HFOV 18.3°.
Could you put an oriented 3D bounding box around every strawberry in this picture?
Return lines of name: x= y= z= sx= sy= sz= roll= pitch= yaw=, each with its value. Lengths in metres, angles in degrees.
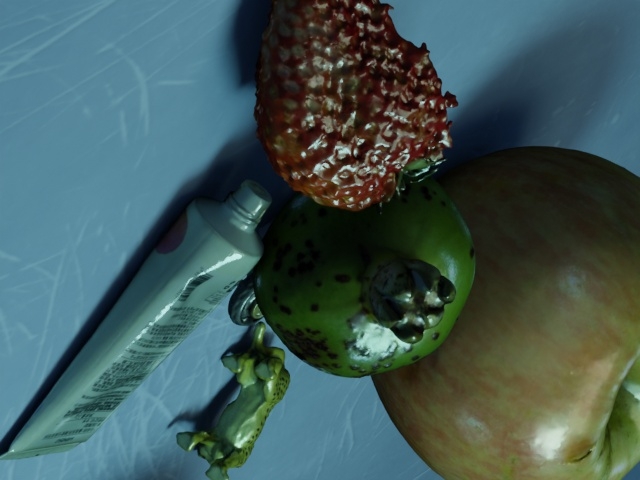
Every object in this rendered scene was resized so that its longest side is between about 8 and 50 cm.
strawberry: x=0.006 y=-0.108 z=1.611 sx=0.175 sy=0.236 sz=0.107 roll=-21 pitch=-149 yaw=39

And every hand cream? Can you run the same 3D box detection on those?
hand cream: x=-0.159 y=0.075 z=1.771 sx=0.341 sy=0.078 sz=0.124 roll=-48 pitch=161 yaw=18

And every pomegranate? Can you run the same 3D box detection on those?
pomegranate: x=0.048 y=0.032 z=1.752 sx=0.202 sy=0.202 sz=0.248 roll=-49 pitch=-162 yaw=1

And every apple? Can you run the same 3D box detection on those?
apple: x=0.229 y=0.086 z=2.162 sx=0.391 sy=0.346 sz=0.391 roll=-35 pitch=147 yaw=-28

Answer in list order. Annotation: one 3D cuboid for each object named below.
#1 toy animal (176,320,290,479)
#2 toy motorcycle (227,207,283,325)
toy animal: x=-0.079 y=0.169 z=2.084 sx=0.181 sy=0.073 sz=0.136 roll=-64 pitch=166 yaw=4
toy motorcycle: x=0.000 y=0.000 z=1.926 sx=0.225 sy=0.073 sz=0.152 roll=-22 pitch=144 yaw=-49
